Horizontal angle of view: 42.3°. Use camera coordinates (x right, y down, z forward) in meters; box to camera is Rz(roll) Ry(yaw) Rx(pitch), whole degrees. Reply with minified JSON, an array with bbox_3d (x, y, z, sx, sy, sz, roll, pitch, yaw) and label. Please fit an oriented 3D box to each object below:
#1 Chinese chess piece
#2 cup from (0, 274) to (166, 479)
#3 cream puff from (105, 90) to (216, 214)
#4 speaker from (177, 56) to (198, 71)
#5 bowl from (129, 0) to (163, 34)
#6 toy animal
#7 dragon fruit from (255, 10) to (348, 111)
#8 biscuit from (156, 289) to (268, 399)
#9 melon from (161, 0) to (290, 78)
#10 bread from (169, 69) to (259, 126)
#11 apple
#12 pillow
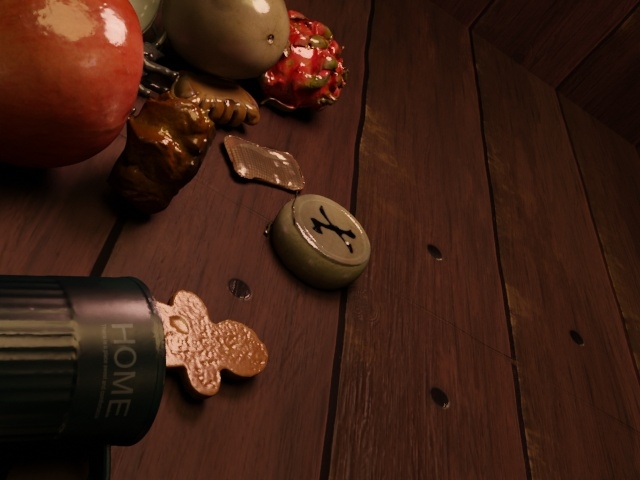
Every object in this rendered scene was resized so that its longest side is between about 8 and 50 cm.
[{"bbox_3d":[0.000,0.000,1.816,0.238,0.092,0.237,25,37,-21],"label":"Chinese chess piece"},{"bbox_3d":[-0.400,0.190,1.112,0.292,0.308,0.242,7,14,-40],"label":"cup"},{"bbox_3d":[-0.293,-0.171,1.574,0.155,0.269,0.241,26,45,-2],"label":"cream puff"},{"bbox_3d":[-0.284,-0.465,2.110,0.046,0.040,0.191,49,34,8],"label":"speaker"},{"bbox_3d":[-0.529,-0.595,1.888,0.313,0.146,0.313,-4,96,-42],"label":"bowl"},{"bbox_3d":[-0.389,-0.383,1.840,0.137,0.082,0.269,37,47,-5],"label":"toy animal"},{"bbox_3d":[-0.068,-0.467,2.156,0.303,0.237,0.231,38,28,-20],"label":"dragon fruit"},{"bbox_3d":[-0.239,0.179,1.413,0.340,0.047,0.216,12,46,-40],"label":"biscuit"},{"bbox_3d":[-0.227,-0.518,1.933,0.330,0.268,0.268,32,24,36],"label":"melon"},{"bbox_3d":[-0.252,-0.328,1.949,0.225,0.081,0.134,5,42,-40],"label":"bread"},{"bbox_3d":[-0.499,-0.305,1.418,0.364,0.364,0.364,26,36,-21],"label":"apple"},{"bbox_3d":[-0.129,-0.180,1.945,0.211,0.034,0.135,10,43,-40],"label":"pillow"}]
